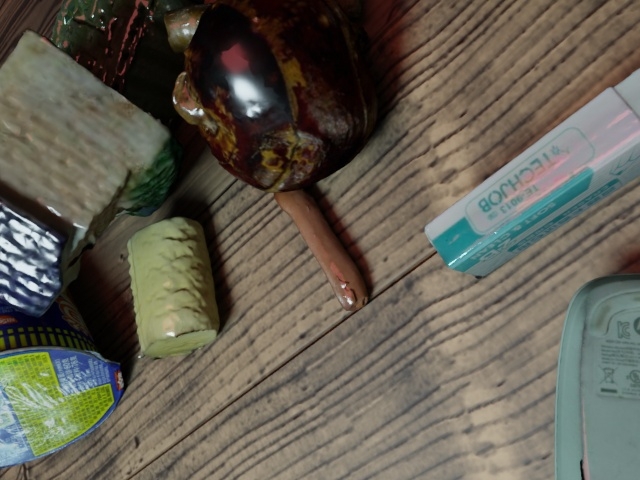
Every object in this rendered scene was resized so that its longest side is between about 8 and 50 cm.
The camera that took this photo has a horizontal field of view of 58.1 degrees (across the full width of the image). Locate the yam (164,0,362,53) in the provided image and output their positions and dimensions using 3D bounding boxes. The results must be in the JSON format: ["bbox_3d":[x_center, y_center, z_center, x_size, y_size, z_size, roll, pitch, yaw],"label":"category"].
[{"bbox_3d":[-0.076,-0.276,0.704,0.252,0.061,0.061,-6,81,16],"label":"yam"}]

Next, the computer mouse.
[{"bbox_3d":[0.260,0.171,0.436,0.159,0.097,0.289,3,69,10],"label":"computer mouse"}]

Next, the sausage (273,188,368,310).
[{"bbox_3d":[0.000,0.000,0.674,0.043,0.043,0.186,-43,64,23],"label":"sausage"}]

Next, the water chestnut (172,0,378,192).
[{"bbox_3d":[-0.036,-0.171,0.637,0.223,0.238,0.224,31,144,26],"label":"water chestnut"}]

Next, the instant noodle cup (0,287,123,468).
[{"bbox_3d":[-0.483,0.136,0.876,0.284,0.284,0.312,-50,52,20],"label":"instant noodle cup"}]

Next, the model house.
[{"bbox_3d":[-0.354,-0.047,0.706,0.284,0.243,0.298,-56,14,-21],"label":"model house"}]

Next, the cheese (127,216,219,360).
[{"bbox_3d":[-0.198,0.063,0.774,0.123,0.093,0.167,-32,63,38],"label":"cheese"}]

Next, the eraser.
[{"bbox_3d":[0.205,-0.049,0.503,0.225,0.095,0.052,-39,61,26],"label":"eraser"}]

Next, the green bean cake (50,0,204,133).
[{"bbox_3d":[-0.299,-0.288,0.863,0.255,0.132,0.241,38,110,31],"label":"green bean cake"}]
